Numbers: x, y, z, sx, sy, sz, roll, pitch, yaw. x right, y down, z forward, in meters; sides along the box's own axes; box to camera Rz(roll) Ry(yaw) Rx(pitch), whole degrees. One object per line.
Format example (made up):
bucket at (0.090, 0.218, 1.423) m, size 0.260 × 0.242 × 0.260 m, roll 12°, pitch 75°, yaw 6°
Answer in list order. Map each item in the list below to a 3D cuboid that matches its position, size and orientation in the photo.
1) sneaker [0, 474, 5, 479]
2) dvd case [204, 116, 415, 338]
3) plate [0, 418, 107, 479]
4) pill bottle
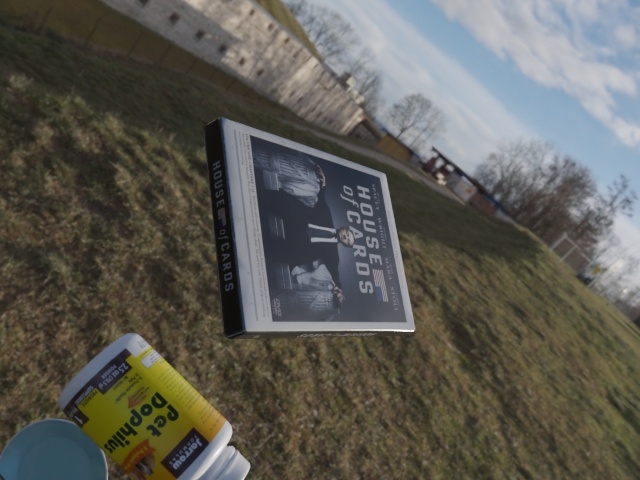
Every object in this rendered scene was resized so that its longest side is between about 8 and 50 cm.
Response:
sneaker at (-0.421, 0.271, 0.614) m, size 0.106 × 0.267 × 0.101 m, roll 29°, pitch 51°, yaw -37°
dvd case at (0.000, 0.000, 0.555) m, size 0.239 × 0.030 × 0.179 m, roll 9°, pitch 67°, yaw -48°
plate at (-0.438, 0.387, 0.980) m, size 0.188 × 0.188 × 0.024 m, roll 44°, pitch -3°, yaw 8°
pill bottle at (-0.186, 0.218, 0.693) m, size 0.215 × 0.117 × 0.117 m, roll 44°, pitch 11°, yaw 0°
